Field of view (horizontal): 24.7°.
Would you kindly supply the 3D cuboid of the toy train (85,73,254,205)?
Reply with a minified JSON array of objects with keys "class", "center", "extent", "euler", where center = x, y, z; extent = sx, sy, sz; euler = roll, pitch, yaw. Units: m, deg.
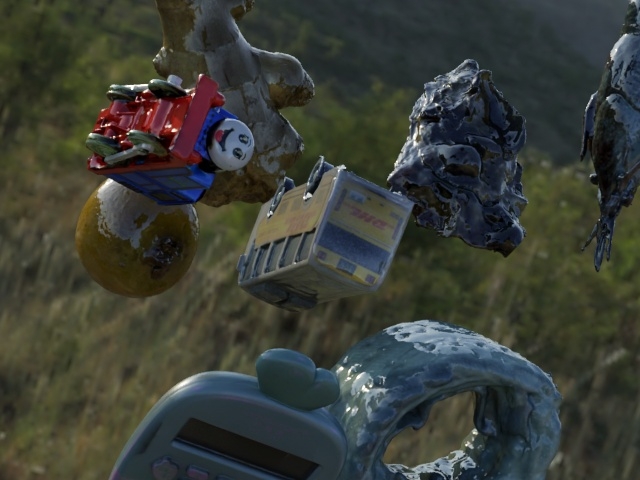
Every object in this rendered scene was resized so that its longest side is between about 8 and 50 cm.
[{"class":"toy train","center":[-0.139,-0.094,1.378],"extent":[0.131,0.083,0.204],"euler":[30,-16,-30]}]

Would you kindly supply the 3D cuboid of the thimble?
[{"class":"thimble","center":[0.115,0.189,1.465],"extent":[0.250,0.205,0.172],"euler":[-24,17,-11]}]

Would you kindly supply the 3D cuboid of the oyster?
[{"class":"oyster","center":[0.238,-0.136,2.192],"extent":[0.221,0.096,0.361],"euler":[27,50,-7]}]

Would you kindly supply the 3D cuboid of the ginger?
[{"class":"ginger","center":[-0.121,-0.234,2.033],"extent":[0.236,0.376,0.166],"euler":[-4,20,-5]}]

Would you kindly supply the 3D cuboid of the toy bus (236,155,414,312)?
[{"class":"toy bus","center":[0.000,0.000,1.565],"extent":[0.097,0.138,0.342],"euler":[22,-12,-13]}]

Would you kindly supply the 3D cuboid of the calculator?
[{"class":"calculator","center":[-0.083,0.202,1.306],"extent":[0.185,0.299,0.041],"euler":[22,32,-21]}]

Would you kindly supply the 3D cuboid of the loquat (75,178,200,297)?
[{"class":"loquat","center":[-0.214,-0.007,1.718],"extent":[0.163,0.163,0.137],"euler":[27,-21,39]}]

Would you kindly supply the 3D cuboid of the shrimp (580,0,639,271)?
[{"class":"shrimp","center":[0.401,-0.139,1.725],"extent":[0.172,0.372,0.137],"euler":[7,-2,36]}]
